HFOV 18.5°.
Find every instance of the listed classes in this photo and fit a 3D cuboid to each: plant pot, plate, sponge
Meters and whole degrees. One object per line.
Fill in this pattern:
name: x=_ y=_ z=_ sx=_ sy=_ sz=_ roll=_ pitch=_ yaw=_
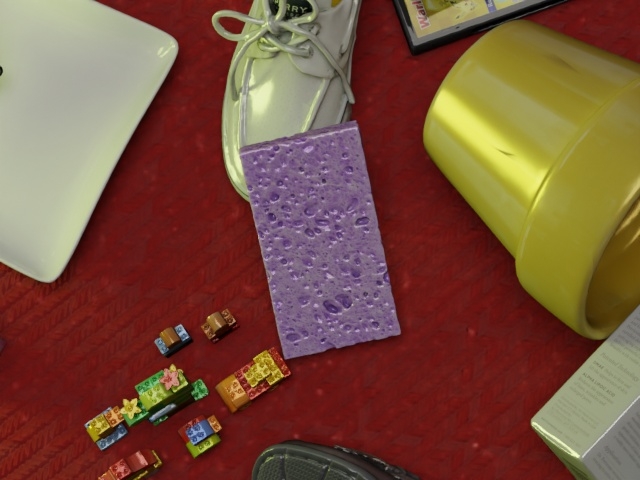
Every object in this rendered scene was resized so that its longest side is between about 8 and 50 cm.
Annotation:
plant pot: x=0.235 y=-0.077 z=1.817 sx=0.239 sy=0.254 sz=0.254 roll=40 pitch=84 yaw=27
plate: x=-0.317 y=-0.131 z=1.964 sx=0.277 sy=0.045 sz=0.278 roll=25 pitch=82 yaw=10
sponge: x=0.000 y=0.000 z=1.872 sx=0.117 sy=0.031 sz=0.210 roll=-12 pitch=103 yaw=2

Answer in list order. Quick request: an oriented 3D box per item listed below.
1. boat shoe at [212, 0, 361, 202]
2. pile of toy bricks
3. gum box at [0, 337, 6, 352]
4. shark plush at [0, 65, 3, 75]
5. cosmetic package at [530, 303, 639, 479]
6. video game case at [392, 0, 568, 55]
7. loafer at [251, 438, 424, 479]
boat shoe: x=-0.020 y=-0.214 z=1.883 sx=0.136 sy=0.156 sz=0.367 roll=18 pitch=88 yaw=16
pile of toy bricks: x=-0.141 y=0.146 z=1.859 sx=0.212 sy=0.105 sz=0.118 roll=-34 pitch=77 yaw=-3
gum box: x=-0.408 y=0.072 z=1.897 sx=0.188 sy=0.107 sz=0.062 roll=27 pitch=82 yaw=10
shark plush: x=-0.389 y=-0.161 z=1.918 sx=0.161 sy=0.067 sz=0.073 roll=-35 pitch=77 yaw=-3
cosmetic package: x=0.315 y=0.131 z=1.809 sx=0.231 sy=0.117 sz=0.085 roll=-46 pitch=40 yaw=-7
video game case: x=0.163 y=-0.352 z=1.974 sx=0.248 sy=0.035 sz=0.274 roll=-19 pitch=78 yaw=0
loafer: x=0.081 y=0.270 z=1.836 sx=0.303 sy=0.095 sz=0.109 roll=25 pitch=112 yaw=14
